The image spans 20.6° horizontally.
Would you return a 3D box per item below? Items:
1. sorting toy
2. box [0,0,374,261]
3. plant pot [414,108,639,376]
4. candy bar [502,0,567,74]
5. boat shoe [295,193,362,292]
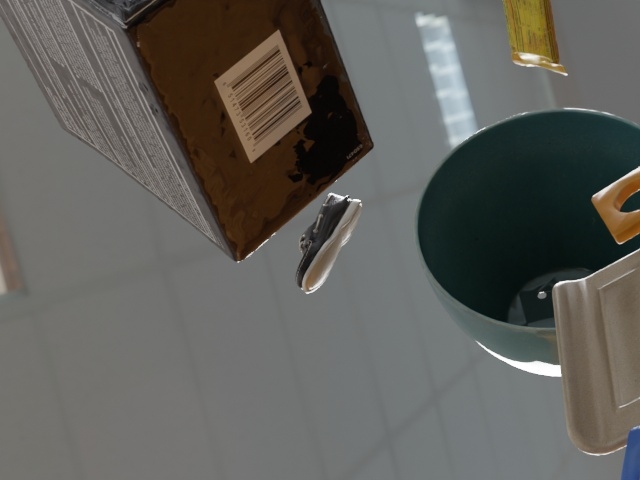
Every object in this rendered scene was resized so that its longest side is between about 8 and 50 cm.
[{"bbox_3d":[0.251,0.051,1.144,0.047,0.196,0.348,53,-158,-27],"label":"sorting toy"},{"bbox_3d":[-0.139,-0.190,1.547,0.294,0.182,0.296,35,158,38],"label":"box"},{"bbox_3d":[0.257,0.031,1.877,0.195,0.290,0.290,73,-168,-51],"label":"plant pot"},{"bbox_3d":[0.129,-0.166,1.111,0.018,0.040,0.161,-50,-36,-30],"label":"candy bar"},{"bbox_3d":[0.000,0.000,1.705,0.046,0.038,0.125,92,-157,-50],"label":"boat shoe"}]
